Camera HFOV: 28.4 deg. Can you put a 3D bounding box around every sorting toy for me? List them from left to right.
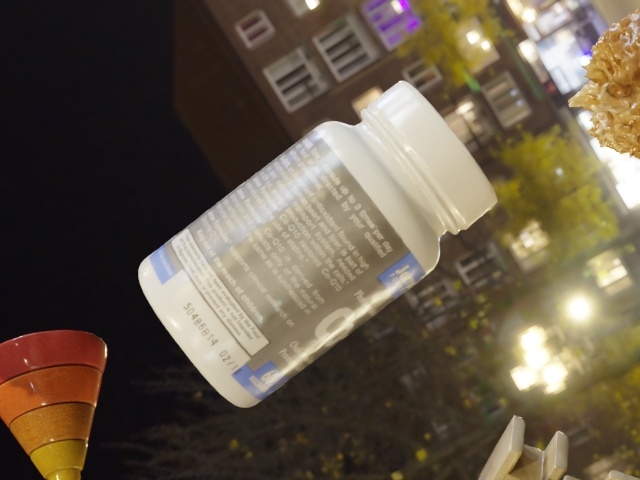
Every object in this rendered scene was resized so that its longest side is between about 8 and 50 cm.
[{"bbox_3d":[-0.348,0.184,1.064,0.127,0.365,0.126,99,156,-65],"label":"sorting toy"}]

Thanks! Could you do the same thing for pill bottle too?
[{"bbox_3d":[0.000,0.000,0.526,0.078,0.137,0.078,53,-178,-2],"label":"pill bottle"}]

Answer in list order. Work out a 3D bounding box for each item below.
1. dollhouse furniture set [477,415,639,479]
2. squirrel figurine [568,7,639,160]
[{"bbox_3d":[0.215,0.302,1.002,0.212,0.161,0.242,20,-143,-1],"label":"dollhouse furniture set"},{"bbox_3d":[0.433,-0.103,1.103,0.397,0.281,0.370,35,155,22],"label":"squirrel figurine"}]
